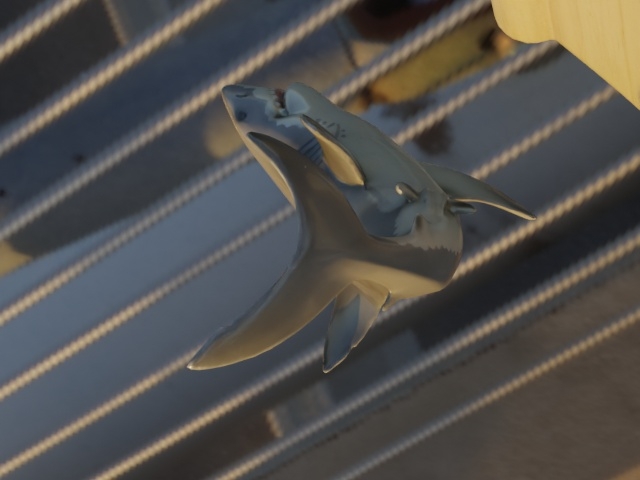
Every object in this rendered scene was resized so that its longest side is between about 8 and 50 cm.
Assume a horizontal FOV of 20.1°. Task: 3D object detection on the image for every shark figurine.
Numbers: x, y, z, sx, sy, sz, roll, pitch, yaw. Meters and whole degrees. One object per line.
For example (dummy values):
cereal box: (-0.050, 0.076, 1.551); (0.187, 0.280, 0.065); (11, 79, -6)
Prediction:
shark figurine: (0.016, 0.014, 0.837); (0.166, 0.278, 0.116); (25, 103, -9)

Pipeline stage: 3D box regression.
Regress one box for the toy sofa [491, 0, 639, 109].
toy sofa: (0.202, -0.208, 0.610); (0.362, 0.150, 0.177); (-37, 60, -9)
